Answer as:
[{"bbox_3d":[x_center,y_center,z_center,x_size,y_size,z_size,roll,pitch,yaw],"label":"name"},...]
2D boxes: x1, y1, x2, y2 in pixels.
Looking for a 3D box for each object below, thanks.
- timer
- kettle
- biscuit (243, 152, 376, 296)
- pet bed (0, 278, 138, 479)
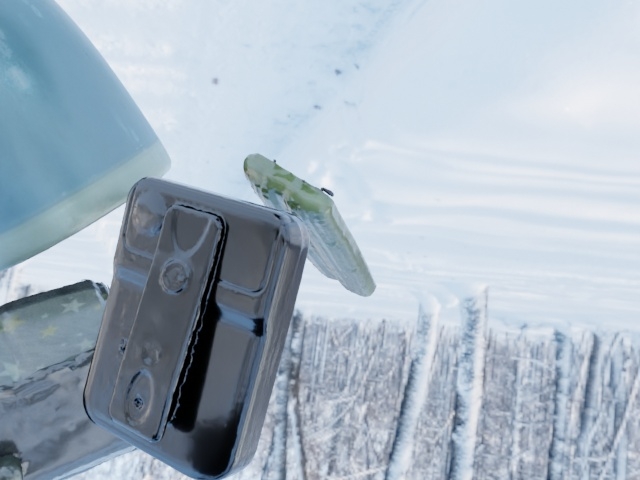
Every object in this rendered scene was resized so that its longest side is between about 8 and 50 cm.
[{"bbox_3d":[-0.094,0.058,0.425,0.144,0.187,0.055,16,-176,27],"label":"timer"},{"bbox_3d":[-0.369,-0.168,0.680,0.247,0.342,0.320,-37,-160,-23],"label":"kettle"},{"bbox_3d":[0.000,0.000,0.641,0.099,0.038,0.322,35,172,19],"label":"biscuit"},{"bbox_3d":[-0.260,0.159,0.569,0.211,0.183,0.159,-17,-131,-25],"label":"pet bed"}]
